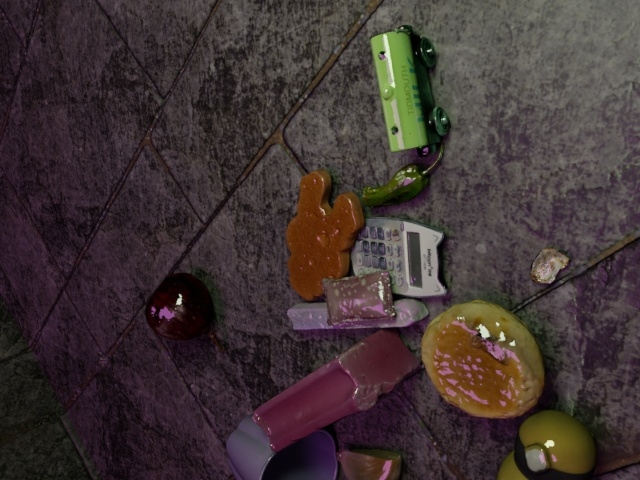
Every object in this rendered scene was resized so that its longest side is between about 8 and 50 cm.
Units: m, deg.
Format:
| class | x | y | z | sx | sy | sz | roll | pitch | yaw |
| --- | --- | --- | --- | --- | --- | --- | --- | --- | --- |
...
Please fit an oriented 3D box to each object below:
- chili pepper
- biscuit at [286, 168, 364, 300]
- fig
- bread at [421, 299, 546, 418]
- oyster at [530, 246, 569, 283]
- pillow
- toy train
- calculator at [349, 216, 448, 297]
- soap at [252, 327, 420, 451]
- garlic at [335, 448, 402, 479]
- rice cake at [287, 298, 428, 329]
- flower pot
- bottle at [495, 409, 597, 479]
| class | x | y | z | sx | sy | sz | roll | pitch | yaw |
| --- | --- | --- | --- | --- | --- | --- | --- | --- | --- |
| chili pepper | 0.169 | -0.116 | 1.152 | 0.204 | 0.072 | 0.073 | -28 | 84 | 42 |
| biscuit | 0.000 | 0.000 | 1.338 | 0.202 | 0.047 | 0.334 | 39 | 128 | 31 |
| fig | -0.390 | 0.224 | 1.658 | 0.249 | 0.186 | 0.204 | 36 | 106 | 16 |
| bread | 0.324 | 0.227 | 1.104 | 0.244 | 0.134 | 0.244 | 11 | 109 | 33 |
| oyster | 0.421 | 0.048 | 1.039 | 0.054 | 0.019 | 0.083 | 42 | 124 | 19 |
| pillow | 0.079 | 0.130 | 1.253 | 0.185 | 0.043 | 0.118 | -14 | 77 | 35 |
| toy train | 0.160 | -0.279 | 1.050 | 0.105 | 0.157 | 0.253 | -6 | 99 | 37 |
| calculator | 0.161 | 0.035 | 1.232 | 0.268 | 0.040 | 0.177 | 7 | 109 | 38 |
| soap | 0.033 | 0.352 | 1.315 | 0.359 | 0.233 | 0.128 | -42 | 75 | 39 |
| garlic | 0.129 | 0.584 | 1.416 | 0.195 | 0.087 | 0.101 | -13 | 83 | 44 |
| rice cake | 0.070 | 0.177 | 1.334 | 0.399 | 0.070 | 0.064 | -9 | 95 | 40 |
| flower pot | -0.128 | 0.600 | 1.525 | 0.243 | 0.265 | 0.265 | 7 | 109 | 47 |
| bottle | 0.422 | 0.489 | 1.084 | 0.171 | 0.171 | 0.351 | 21 | 116 | 33 |
